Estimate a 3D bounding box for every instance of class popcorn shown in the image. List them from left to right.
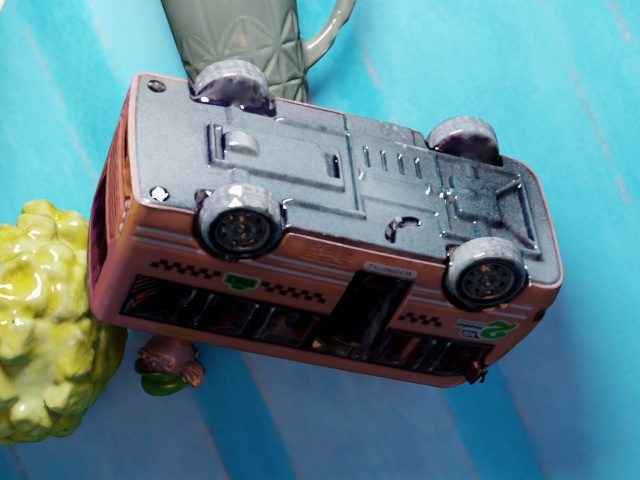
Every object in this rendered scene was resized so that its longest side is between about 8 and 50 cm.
[{"bbox_3d":[-0.286,0.085,1.737,0.181,0.217,0.235,-3,64,26],"label":"popcorn"}]

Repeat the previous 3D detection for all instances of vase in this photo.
[{"bbox_3d":[-0.075,-0.229,1.761,0.251,0.156,0.301,-14,99,-7],"label":"vase"}]

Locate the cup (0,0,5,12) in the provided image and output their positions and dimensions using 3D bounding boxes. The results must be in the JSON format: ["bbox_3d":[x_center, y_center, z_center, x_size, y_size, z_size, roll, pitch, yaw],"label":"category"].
[{"bbox_3d":[-0.462,-0.270,1.720,0.347,0.163,0.347,0,85,-2],"label":"cup"}]

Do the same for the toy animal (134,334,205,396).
[{"bbox_3d":[-0.159,0.050,1.801,0.103,0.100,0.208,-18,90,-40],"label":"toy animal"}]

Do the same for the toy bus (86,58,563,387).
[{"bbox_3d":[0.000,0.000,1.681,0.427,0.203,0.233,12,133,-18],"label":"toy bus"}]
